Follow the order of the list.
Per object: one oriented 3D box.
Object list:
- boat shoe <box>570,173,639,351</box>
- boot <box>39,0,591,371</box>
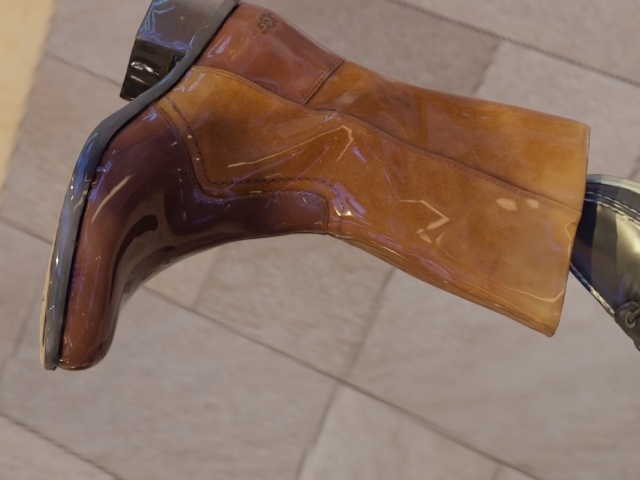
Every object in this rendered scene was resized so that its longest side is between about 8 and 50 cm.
[{"bbox_3d":[0.221,0.043,1.136,0.223,0.073,0.080,40,116,11],"label":"boat shoe"},{"bbox_3d":[0.000,0.000,1.100,0.280,0.096,0.264,22,53,-2],"label":"boot"}]
